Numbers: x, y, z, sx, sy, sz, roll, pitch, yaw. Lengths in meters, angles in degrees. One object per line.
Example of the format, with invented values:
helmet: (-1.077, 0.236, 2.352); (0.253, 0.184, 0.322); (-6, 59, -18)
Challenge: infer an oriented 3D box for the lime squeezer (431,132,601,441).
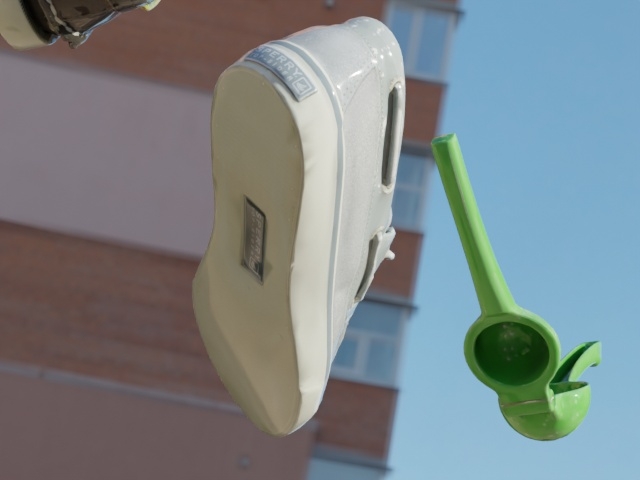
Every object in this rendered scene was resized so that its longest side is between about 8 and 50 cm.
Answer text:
lime squeezer: (0.128, 0.054, 1.089); (0.058, 0.110, 0.310); (7, -22, 29)

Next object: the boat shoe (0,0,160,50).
boat shoe: (-0.085, -0.162, 0.817); (0.068, 0.228, 0.081); (-9, -53, 18)

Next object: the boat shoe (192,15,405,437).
boat shoe: (-0.001, -0.001, 0.785); (0.079, 0.081, 0.227); (45, -32, 28)
